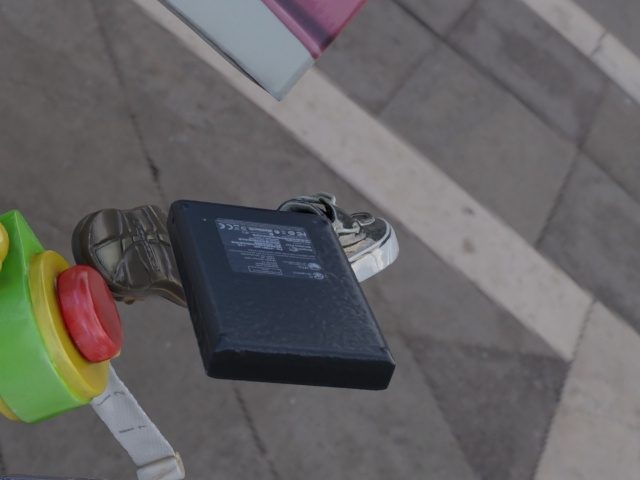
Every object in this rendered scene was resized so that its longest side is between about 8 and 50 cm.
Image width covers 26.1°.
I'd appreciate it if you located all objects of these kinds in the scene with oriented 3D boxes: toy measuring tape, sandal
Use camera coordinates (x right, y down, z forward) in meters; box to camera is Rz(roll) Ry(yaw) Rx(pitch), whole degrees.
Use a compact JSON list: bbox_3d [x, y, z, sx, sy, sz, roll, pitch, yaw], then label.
[{"bbox_3d":[-0.176,0.110,0.991,0.121,0.121,0.330,-97,166,-48],"label":"toy measuring tape"},{"bbox_3d":[-0.152,0.021,1.097,0.090,0.060,0.219,67,13,5],"label":"sandal"}]

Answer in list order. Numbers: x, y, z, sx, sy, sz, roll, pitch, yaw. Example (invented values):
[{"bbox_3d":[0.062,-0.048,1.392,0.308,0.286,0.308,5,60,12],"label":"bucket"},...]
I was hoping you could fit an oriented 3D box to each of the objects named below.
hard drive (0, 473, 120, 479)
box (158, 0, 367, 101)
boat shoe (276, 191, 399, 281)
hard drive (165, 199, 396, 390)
[{"bbox_3d":[-0.287,0.450,1.624,0.064,0.236,0.339,4,85,-63],"label":"hard drive"},{"bbox_3d":[0.000,-0.221,0.904,0.127,0.232,0.148,40,7,-9],"label":"box"},{"bbox_3d":[0.000,0.000,1.055,0.219,0.077,0.070,-31,111,-64],"label":"boat shoe"},{"bbox_3d":[-0.024,0.026,0.714,0.094,0.022,0.135,7,30,-20],"label":"hard drive"}]
